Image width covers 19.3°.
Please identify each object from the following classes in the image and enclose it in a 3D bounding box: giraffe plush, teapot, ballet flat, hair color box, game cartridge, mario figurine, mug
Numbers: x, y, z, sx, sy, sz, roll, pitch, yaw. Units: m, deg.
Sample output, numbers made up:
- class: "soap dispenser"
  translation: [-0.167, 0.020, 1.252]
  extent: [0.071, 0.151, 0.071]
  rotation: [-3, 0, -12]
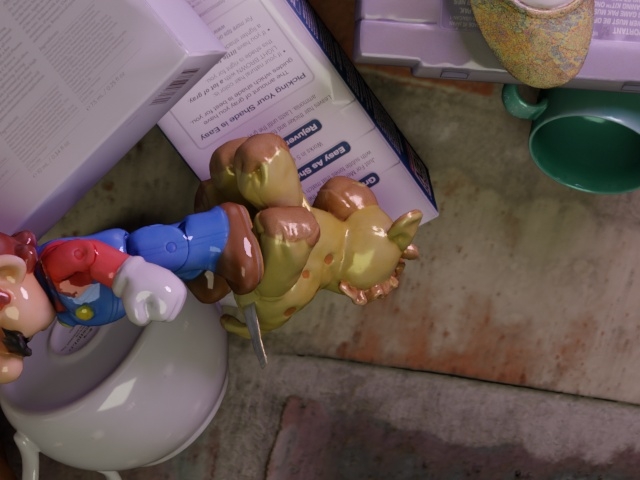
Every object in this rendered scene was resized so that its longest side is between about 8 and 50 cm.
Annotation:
- class: "giraffe plush"
  translation: [0.000, 0.000, 1.733]
  extent: [0.170, 0.181, 0.210]
  rotation: [-10, 90, -25]
- class: "teapot"
  translation: [-0.185, 0.138, 1.866]
  extent: [0.256, 0.253, 0.187]
  rotation: [-25, 131, 23]
- class: "ballet flat"
  translation: [0.179, -0.309, 1.642]
  extent: [0.123, 0.123, 0.349]
  rotation: [-7, 89, -1]
- class: "hair color box"
  translation: [-0.052, -0.128, 1.802]
  extent: [0.174, 0.105, 0.347]
  rotation: [-31, 115, 12]
- class: "game cartridge"
  translation: [0.210, -0.256, 1.729]
  extent: [0.355, 0.068, 0.230]
  rotation: [4, 92, -6]
- class: "mario figurine"
  translation: [-0.215, 0.062, 1.625]
  extent: [0.320, 0.170, 0.198]
  rotation: [-10, 141, -22]
- class: "mug"
  translation: [0.266, -0.128, 1.814]
  extent: [0.129, 0.097, 0.158]
  rotation: [-8, 141, 35]

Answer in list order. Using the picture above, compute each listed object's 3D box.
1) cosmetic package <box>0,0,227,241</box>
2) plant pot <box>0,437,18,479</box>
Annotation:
- class: "cosmetic package"
  translation: [-0.310, -0.150, 1.694]
  extent: [0.377, 0.097, 0.284]
  rotation: [-42, 83, 20]
- class: "plant pot"
  translation: [-0.433, 0.266, 1.923]
  extent: [0.290, 0.203, 0.291]
  rotation: [-2, 118, -3]
